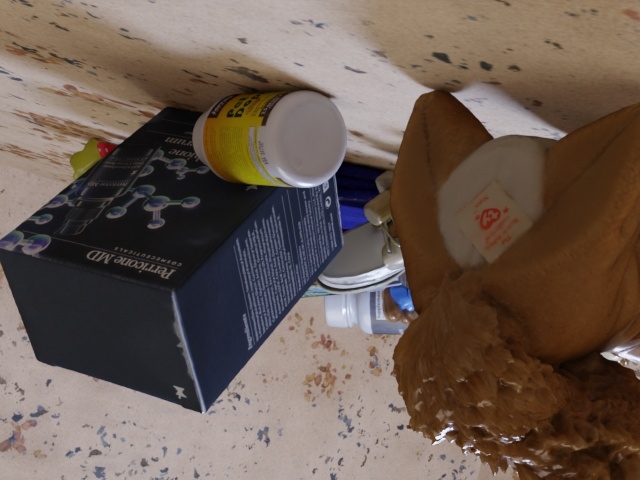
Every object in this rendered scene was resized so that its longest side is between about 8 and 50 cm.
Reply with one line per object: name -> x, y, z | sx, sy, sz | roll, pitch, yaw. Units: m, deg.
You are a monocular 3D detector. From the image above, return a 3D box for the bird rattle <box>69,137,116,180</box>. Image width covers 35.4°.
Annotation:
bird rattle -> -0.423, -0.112, 2.090 | 0.143, 0.206, 0.253 | -3, -166, -29

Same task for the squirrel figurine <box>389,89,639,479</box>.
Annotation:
squirrel figurine -> 0.259, 0.081, 1.026 | 0.281, 0.396, 0.370 | 3, 160, 44

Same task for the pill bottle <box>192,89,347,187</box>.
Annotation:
pill bottle -> -0.073, -0.128, 1.260 | 0.117, 0.117, 0.215 | 18, 173, -37

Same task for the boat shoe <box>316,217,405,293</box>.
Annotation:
boat shoe -> 0.127, -0.009, 1.583 | 0.302, 0.113, 0.103 | -22, 156, -1

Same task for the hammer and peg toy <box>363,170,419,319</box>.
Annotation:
hammer and peg toy -> 0.233, 0.027, 1.349 | 0.361, 0.127, 0.265 | 8, 129, 56

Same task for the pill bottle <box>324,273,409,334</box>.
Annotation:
pill bottle -> 0.200, 0.135, 2.513 | 0.361, 0.204, 0.204 | 1, 173, 10

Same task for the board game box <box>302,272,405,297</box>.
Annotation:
board game box -> 0.011, 0.067, 2.211 | 0.318, 0.065, 0.319 | -6, 168, 12

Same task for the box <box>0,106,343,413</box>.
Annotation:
box -> -0.192, 0.007, 1.406 | 0.294, 0.395, 0.211 | 12, 130, 26

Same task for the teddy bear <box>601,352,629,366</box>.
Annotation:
teddy bear -> 0.434, 0.090, 1.755 | 0.113, 0.245, 0.338 | -29, -166, -19

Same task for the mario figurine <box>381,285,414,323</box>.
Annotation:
mario figurine -> 0.302, 0.133, 2.183 | 0.321, 0.170, 0.198 | -18, -159, 25

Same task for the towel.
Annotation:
towel -> 0.070, -0.076, 1.742 | 0.228, 0.076, 0.308 | 6, 172, 19

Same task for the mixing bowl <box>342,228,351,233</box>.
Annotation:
mixing bowl -> 0.049, -0.019, 1.955 | 0.182, 0.181, 0.098 | 13, 156, 20
